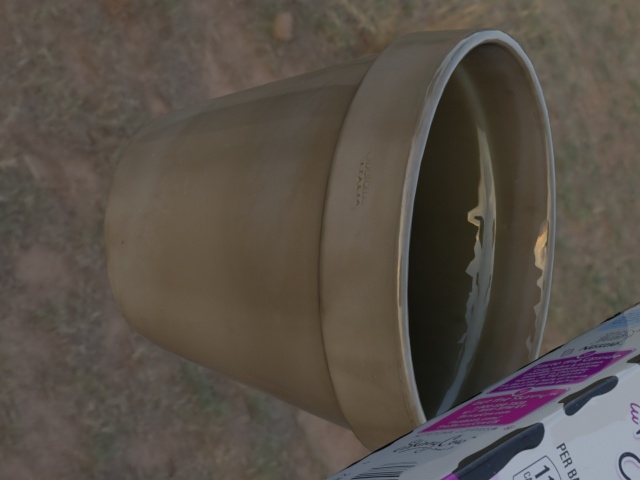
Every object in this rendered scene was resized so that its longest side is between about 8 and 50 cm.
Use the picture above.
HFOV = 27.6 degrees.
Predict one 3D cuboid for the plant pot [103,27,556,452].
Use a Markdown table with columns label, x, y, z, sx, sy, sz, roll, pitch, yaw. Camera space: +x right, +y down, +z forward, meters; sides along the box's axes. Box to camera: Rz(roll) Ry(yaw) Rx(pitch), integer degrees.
| label | x | y | z | sx | sy | sz | roll | pitch | yaw |
| --- | --- | --- | --- | --- | --- | --- | --- | --- | --- |
| plant pot | 0.000 | 0.000 | 0.995 | 0.323 | 0.280 | 0.323 | 4 | 90 | -65 |

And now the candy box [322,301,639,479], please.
| label | x | y | z | sx | sy | sz | roll | pitch | yaw |
| --- | --- | --- | --- | --- | --- | --- | --- | --- | --- |
| candy box | 0.093 | 0.125 | 0.437 | 0.233 | 0.071 | 0.159 | -23 | 95 | -38 |
